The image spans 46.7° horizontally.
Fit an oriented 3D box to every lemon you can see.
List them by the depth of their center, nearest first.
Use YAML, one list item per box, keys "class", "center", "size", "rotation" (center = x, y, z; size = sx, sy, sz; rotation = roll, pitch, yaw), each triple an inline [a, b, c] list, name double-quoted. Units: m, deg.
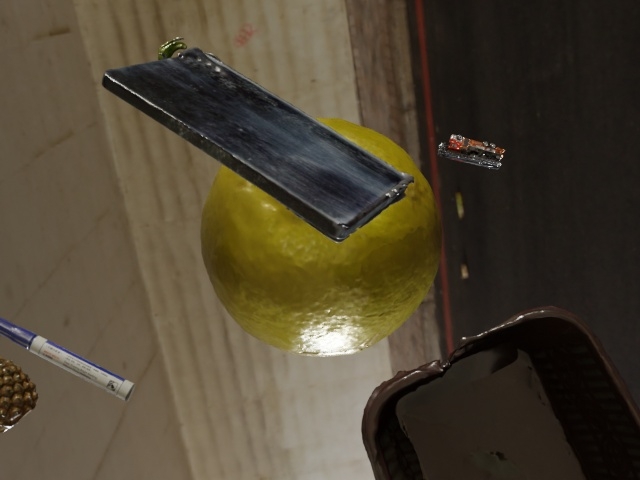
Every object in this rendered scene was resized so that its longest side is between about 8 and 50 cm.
- class: "lemon"
  center: [0.000, 0.000, 1.015]
  size: [0.348, 0.348, 0.347]
  rotation: [170, 90, -87]

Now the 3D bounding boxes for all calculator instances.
- class: "calculator"
  center: [-0.053, -0.097, 0.661]
  size: [0.161, 0.262, 0.021]
  rotation: [-35, -25, -56]

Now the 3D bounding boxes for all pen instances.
- class: "pen"
  center: [-0.333, 0.151, 0.958]
  size: [0.025, 0.204, 0.025]
  rotation: [-62, 0, 0]

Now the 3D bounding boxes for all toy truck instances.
- class: "toy truck"
  center: [0.195, -0.116, 0.964]
  size: [0.024, 0.083, 0.031]
  rotation: [77, -148, -71]

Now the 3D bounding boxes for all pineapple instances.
- class: "pineapple"
  center: [-0.558, 0.169, 1.173]
  size: [0.277, 0.130, 0.119]
  rotation: [60, 159, -17]

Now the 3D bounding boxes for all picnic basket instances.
- class: "picnic basket"
  center: [0.167, 0.217, 0.608]
  size: [0.129, 0.223, 0.296]
  rotation: [88, 157, -82]

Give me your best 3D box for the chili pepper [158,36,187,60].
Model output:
- class: "chili pepper"
  center: [-0.150, -0.190, 1.173]
  size: [0.076, 0.085, 0.359]
  rotation: [41, 179, 25]
